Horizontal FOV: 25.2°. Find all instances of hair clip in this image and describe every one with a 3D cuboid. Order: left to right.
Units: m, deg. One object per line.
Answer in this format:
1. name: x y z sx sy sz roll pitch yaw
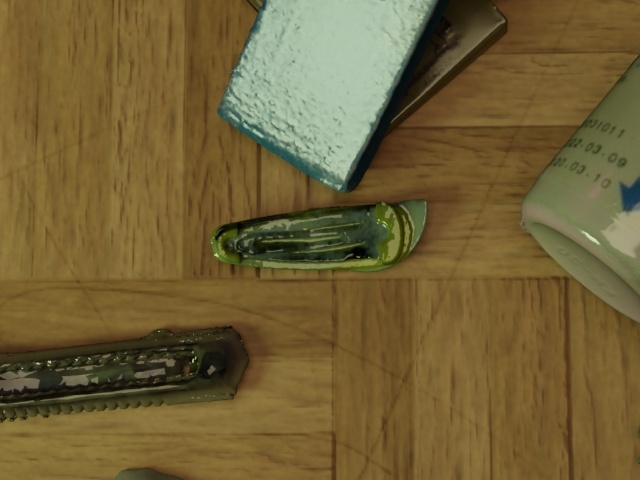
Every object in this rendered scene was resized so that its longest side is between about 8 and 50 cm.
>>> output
1. hair clip: 0.000 0.000 1.236 0.188 0.033 0.060 -4 83 0

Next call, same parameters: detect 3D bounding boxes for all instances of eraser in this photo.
1. eraser: 0.030 -0.200 1.177 0.144 0.042 0.312 33 119 13

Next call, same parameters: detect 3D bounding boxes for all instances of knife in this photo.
1. knife: -0.243 0.113 1.229 0.365 0.043 0.089 -4 82 2

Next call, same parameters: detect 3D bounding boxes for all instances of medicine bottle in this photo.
1. medicine bottle: 0.310 -0.082 1.161 0.170 0.170 0.293 39 87 8

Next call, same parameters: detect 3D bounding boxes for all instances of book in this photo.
1. book: 0.034 -0.223 1.271 0.161 0.026 0.231 -42 81 -3

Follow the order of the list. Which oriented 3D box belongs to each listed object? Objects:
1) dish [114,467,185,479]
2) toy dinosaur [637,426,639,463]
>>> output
1. dish: -0.154 0.260 1.203 0.091 0.039 0.137 20 82 6
2. toy dinosaur: 0.293 0.148 1.197 0.058 0.037 0.180 7 89 -19
